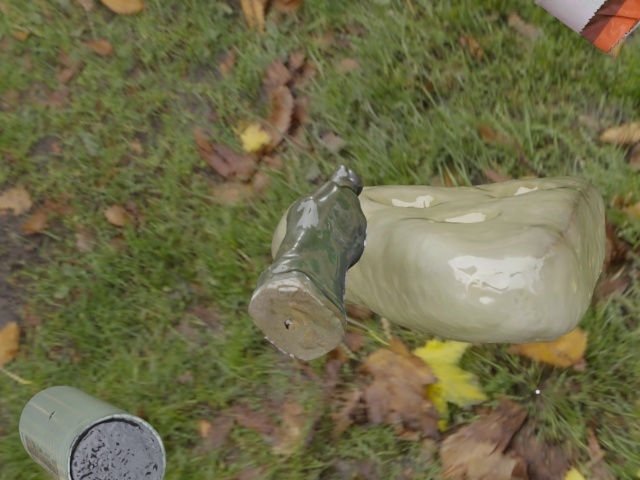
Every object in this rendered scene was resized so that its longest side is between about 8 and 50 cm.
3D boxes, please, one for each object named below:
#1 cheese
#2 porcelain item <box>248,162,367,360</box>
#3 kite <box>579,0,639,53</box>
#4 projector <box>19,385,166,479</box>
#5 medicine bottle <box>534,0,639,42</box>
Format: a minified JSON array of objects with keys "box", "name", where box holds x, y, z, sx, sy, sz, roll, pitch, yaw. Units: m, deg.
[{"box":[0.102,0.021,1.234,0.351,0.328,0.129,-3,102,11],"name":"cheese"},{"box":[0.000,0.000,1.086,0.081,0.215,0.069,40,127,-18],"name":"porcelain item"},{"box":[0.163,-0.123,0.494,0.232,0.189,0.009,37,55,-7],"name":"kite"},{"box":[-0.269,0.232,1.455,0.108,0.337,0.108,0,89,-22],"name":"projector"},{"box":[0.209,-0.358,1.212,0.325,0.256,0.256,37,91,-4],"name":"medicine bottle"}]
